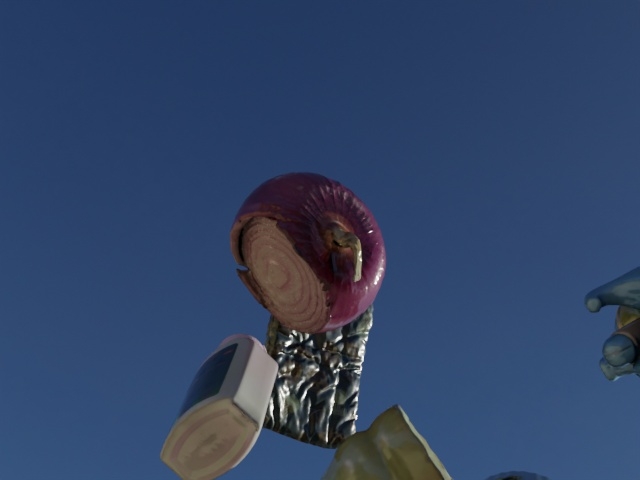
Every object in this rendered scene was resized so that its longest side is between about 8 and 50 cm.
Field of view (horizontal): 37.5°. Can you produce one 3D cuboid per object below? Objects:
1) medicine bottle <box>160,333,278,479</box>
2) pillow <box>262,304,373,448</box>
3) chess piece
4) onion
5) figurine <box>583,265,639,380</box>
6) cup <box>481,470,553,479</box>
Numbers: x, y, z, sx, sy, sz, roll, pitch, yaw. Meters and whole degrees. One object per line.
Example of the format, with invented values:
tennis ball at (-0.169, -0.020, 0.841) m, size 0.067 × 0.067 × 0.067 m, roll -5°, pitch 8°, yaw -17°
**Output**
medicine bottle at (-0.104, 0.173, 1.053) m, size 0.078 × 0.219 × 0.115 m, roll 44°, pitch -74°, yaw -10°
pillow at (-0.006, 0.165, 1.365) m, size 0.189 × 0.256 × 0.034 m, roll 24°, pitch -24°, yaw -36°
chess piece at (-0.011, 0.427, 1.180) m, size 0.442 × 0.234 × 0.234 m, roll -36°, pitch -68°, yaw 0°
onion at (-0.007, 0.007, 1.249) m, size 0.207 × 0.200 × 0.201 m, roll 32°, pitch -41°, yaw 14°
figurine at (0.364, 0.091, 0.938) m, size 0.180 × 0.154 × 0.262 m, roll 5°, pitch -22°, yaw -25°
cup at (0.344, 0.550, 1.450) m, size 0.401 × 0.392 × 0.310 m, roll 36°, pitch -83°, yaw 11°
